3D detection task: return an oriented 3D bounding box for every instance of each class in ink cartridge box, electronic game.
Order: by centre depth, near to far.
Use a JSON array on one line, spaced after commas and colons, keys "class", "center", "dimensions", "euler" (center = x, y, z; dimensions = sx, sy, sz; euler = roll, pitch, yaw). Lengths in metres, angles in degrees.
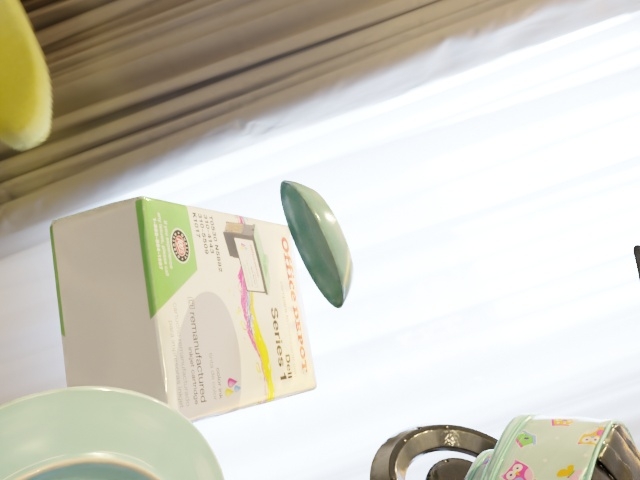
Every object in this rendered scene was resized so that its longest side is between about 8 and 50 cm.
[{"class": "ink cartridge box", "center": [-0.125, 0.077, 0.746], "dimensions": [0.278, 0.117, 0.201], "euler": [9, 69, -64]}, {"class": "electronic game", "center": [0.174, 0.312, 0.903], "dimensions": [0.229, 0.229, 0.048], "euler": [-101, -164, -60]}]

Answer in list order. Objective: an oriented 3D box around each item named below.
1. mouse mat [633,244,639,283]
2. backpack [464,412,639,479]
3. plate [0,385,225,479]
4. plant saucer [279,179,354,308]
[{"class": "mouse mat", "center": [0.560, 0.103, 1.160], "dimensions": [0.152, 0.007, 0.189], "euler": [-152, -131, -80]}, {"class": "backpack", "center": [0.174, 0.219, 0.526], "dimensions": [0.166, 0.144, 0.188], "euler": [-50, 129, -36]}, {"class": "plate", "center": [-0.133, 0.169, 0.381], "dimensions": [0.024, 0.188, 0.188], "euler": [22, -43, 60]}, {"class": "plant saucer", "center": [0.000, 0.000, 0.621], "dimensions": [0.119, 0.021, 0.119], "euler": [60, -14, 26]}]
